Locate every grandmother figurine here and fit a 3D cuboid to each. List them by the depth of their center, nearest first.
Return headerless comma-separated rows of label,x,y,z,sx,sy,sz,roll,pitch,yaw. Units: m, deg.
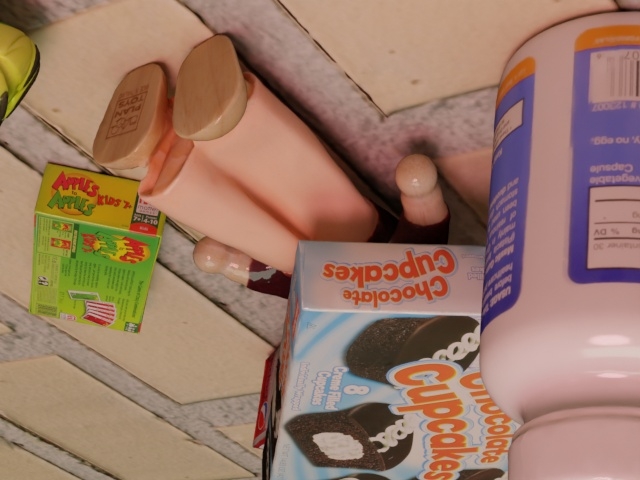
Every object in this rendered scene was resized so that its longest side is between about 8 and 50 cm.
grandmother figurine,0.000,0.000,0.935,0.208,0.104,0.342,-7,147,41

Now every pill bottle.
pill bottle,0.166,0.023,0.750,0.152,0.272,0.152,6,152,3

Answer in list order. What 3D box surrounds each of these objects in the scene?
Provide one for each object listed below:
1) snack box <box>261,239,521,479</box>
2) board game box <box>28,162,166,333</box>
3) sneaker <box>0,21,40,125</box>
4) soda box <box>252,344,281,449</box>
snack box,0.062,0.113,0.972,0.187,0.060,0.322,1,145,-6
board game box,-0.173,0.011,1.049,0.092,0.043,0.181,11,152,-8
sneaker,-0.277,-0.085,0.863,0.123,0.109,0.295,42,142,-14
soda box,0.079,0.163,1.215,0.263,0.092,0.083,16,152,-15
